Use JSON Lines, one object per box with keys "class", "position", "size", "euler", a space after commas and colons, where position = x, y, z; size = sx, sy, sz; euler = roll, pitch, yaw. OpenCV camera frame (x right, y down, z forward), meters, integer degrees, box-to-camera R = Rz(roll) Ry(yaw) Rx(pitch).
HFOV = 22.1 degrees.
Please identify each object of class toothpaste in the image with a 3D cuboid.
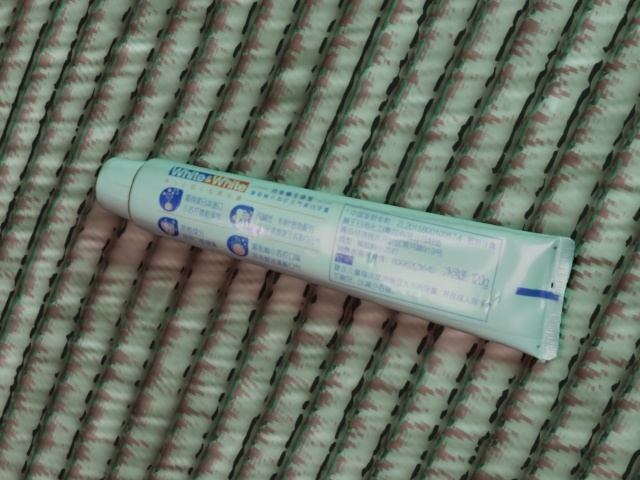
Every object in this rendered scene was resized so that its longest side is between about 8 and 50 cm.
{"class": "toothpaste", "position": [0.000, 0.000, 0.683], "size": [0.218, 0.033, 0.052], "euler": [15, 104, 26]}
